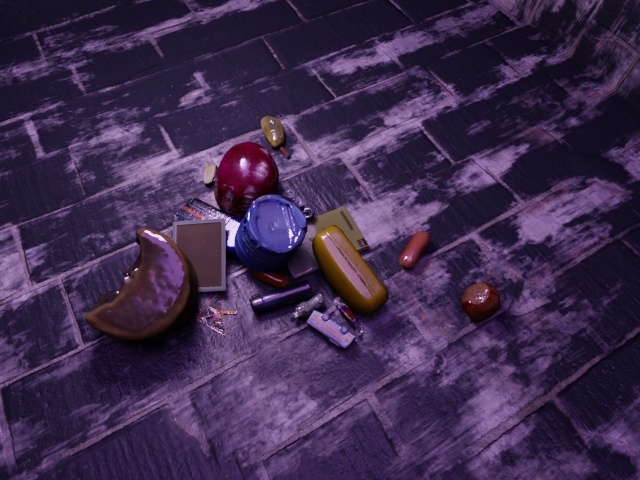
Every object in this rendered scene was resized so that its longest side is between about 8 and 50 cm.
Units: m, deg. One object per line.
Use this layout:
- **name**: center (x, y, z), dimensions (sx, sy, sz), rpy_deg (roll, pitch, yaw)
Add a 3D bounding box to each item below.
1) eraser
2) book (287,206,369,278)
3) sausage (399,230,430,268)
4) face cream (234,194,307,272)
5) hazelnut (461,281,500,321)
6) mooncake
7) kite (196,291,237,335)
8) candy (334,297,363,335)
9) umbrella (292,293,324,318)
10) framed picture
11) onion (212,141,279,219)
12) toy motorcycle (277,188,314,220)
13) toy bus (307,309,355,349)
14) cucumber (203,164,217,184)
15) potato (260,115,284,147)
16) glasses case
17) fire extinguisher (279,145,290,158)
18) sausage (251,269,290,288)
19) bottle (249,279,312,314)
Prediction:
- **eraser**: center (-0.456, -0.053, 1.791), dimensions (0.332, 0.102, 0.155), rpy_deg (26, 64, 13)
- **book**: center (0.000, 0.000, 1.810), dimensions (0.352, 0.035, 0.239), rpy_deg (-22, 62, -12)
- **sausage**: center (0.397, 0.039, 1.775), dimensions (0.077, 0.077, 0.194), rpy_deg (30, 64, 15)
- **face cream**: center (-0.196, -0.027, 1.640), dimensions (0.248, 0.225, 0.249), rpy_deg (9, 62, -17)
- **hazelnut**: center (0.625, 0.240, 1.641), dimensions (0.143, 0.143, 0.154), rpy_deg (37, 74, 18)
- **mooncake**: center (-0.661, 0.178, 1.558), dimensions (0.393, 0.246, 0.394), rpy_deg (-19, 78, -7)
- **kite**: center (-0.407, 0.289, 1.653), dimensions (0.159, 0.010, 0.190), rpy_deg (-11, 62, -8)
- **candy**: center (0.110, 0.292, 1.643), dimensions (0.045, 0.043, 0.175), rpy_deg (-28, 64, -27)
- **umbrella**: center (-0.048, 0.262, 1.647), dimensions (0.143, 0.067, 0.062), rpy_deg (-29, 94, -23)
- **framed picture**: center (-0.489, 0.061, 1.705), dimensions (0.232, 0.019, 0.297), rpy_deg (-3, 81, 9)
- **onion**: center (-0.314, -0.272, 1.824), dimensions (0.281, 0.260, 0.337), rpy_deg (22, 56, 5)
- **toy motorcycle**: center (-0.122, -0.145, 1.866), dimensions (0.122, 0.082, 0.213), rpy_deg (-28, 53, -20)
- **toy bus**: center (0.040, 0.340, 1.604), dimensions (0.190, 0.064, 0.075), rpy_deg (33, 71, 16)
- **cucumber**: center (-0.513, -0.301, 1.967), dimensions (0.067, 0.035, 0.108), rpy_deg (-5, 60, 17)
- **potato**: center (-0.233, -0.539, 2.080), dimensions (0.105, 0.085, 0.188), rpy_deg (-13, 66, -6)
- **glasses case**: center (0.100, 0.125, 1.652), dimensions (0.141, 0.173, 0.371), rpy_deg (-33, 79, -14)
- **fire extinguisher**: center (-0.175, -0.432, 2.057), dimensions (0.028, 0.022, 0.083), rpy_deg (-9, 52, -51)
- **sausage**: center (-0.207, 0.146, 1.713), dimensions (0.183, 0.054, 0.062), rpy_deg (27, 93, 11)
- **bottle**: center (-0.155, 0.220, 1.659), dimensions (0.244, 0.072, 0.082), rpy_deg (-18, 92, -10)
